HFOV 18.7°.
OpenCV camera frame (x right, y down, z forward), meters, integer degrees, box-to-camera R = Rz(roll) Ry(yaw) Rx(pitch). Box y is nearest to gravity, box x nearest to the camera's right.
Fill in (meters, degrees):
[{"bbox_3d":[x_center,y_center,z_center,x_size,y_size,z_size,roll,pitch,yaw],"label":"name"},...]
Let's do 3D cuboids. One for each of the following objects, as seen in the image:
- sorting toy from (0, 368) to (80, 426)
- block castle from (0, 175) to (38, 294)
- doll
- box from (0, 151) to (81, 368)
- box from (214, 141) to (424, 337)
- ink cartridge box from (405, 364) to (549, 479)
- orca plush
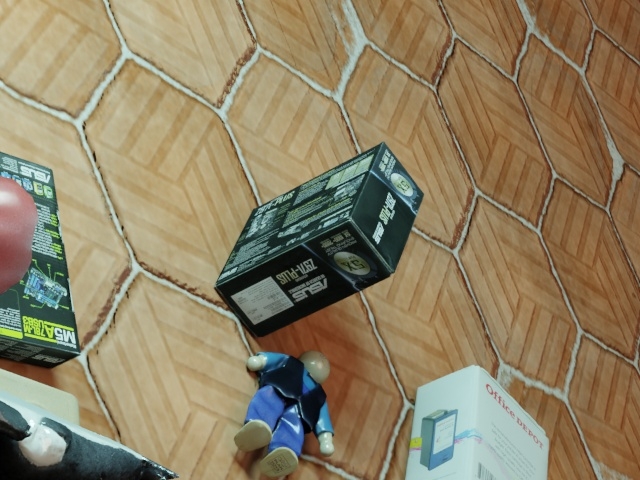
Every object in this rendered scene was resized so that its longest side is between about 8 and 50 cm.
[{"bbox_3d":[-0.262,0.194,1.566,0.208,0.038,0.193,32,44,-50],"label":"sorting toy"},{"bbox_3d":[-0.342,-0.161,1.393,0.213,0.303,0.453,17,64,-49],"label":"block castle"},{"bbox_3d":[-0.028,0.167,1.933,0.129,0.046,0.189,48,27,-10],"label":"doll"},{"bbox_3d":[-0.291,0.005,1.644,0.191,0.045,0.184,18,56,-53],"label":"box"},{"bbox_3d":[0.000,0.000,1.966,0.077,0.180,0.147,51,32,-20],"label":"box"},{"bbox_3d":[0.173,0.268,2.131,0.154,0.093,0.212,46,37,-31],"label":"ink cartridge box"},{"bbox_3d":[-0.228,0.140,1.227,0.102,0.151,0.287,-63,147,-4],"label":"orca plush"}]
